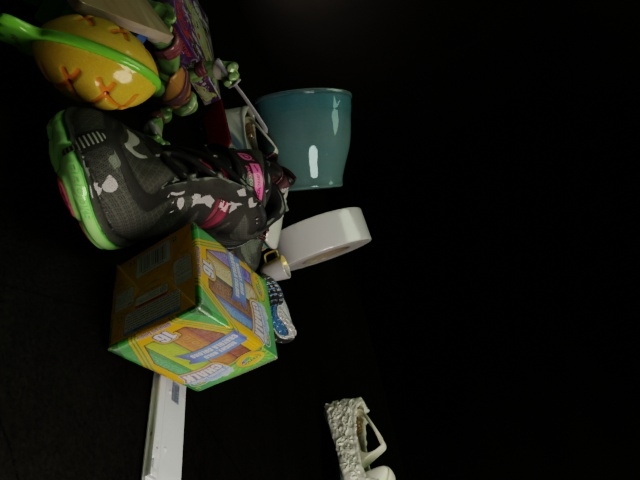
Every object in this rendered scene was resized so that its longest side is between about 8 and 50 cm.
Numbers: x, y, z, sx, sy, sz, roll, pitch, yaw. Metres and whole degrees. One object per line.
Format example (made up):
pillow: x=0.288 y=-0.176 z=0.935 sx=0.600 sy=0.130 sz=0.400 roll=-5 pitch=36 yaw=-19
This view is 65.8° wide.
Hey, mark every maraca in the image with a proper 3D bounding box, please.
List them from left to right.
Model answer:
maraca: x=-0.278 y=-0.210 z=0.570 sx=0.127 sy=0.186 sz=0.099 roll=178 pitch=-74 yaw=-69

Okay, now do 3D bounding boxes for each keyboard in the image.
keyboard: x=-0.195 y=0.194 z=0.643 sx=0.256 sy=0.014 sz=0.072 roll=-101 pitch=173 yaw=-46

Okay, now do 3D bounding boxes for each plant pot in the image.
plant pot: x=-0.037 y=-0.267 z=1.386 sx=0.271 sy=0.272 sz=0.255 roll=-45 pitch=131 yaw=-81

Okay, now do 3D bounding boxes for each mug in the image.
mug: x=-0.117 y=0.072 z=1.258 sx=0.078 sy=0.064 sz=0.062 roll=-100 pitch=167 yaw=-52

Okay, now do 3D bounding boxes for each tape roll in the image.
tape roll: x=0.000 y=0.000 z=1.444 sx=0.286 sy=0.286 sz=0.100 roll=22 pitch=48 yaw=-79

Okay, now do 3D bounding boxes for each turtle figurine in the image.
turtle figurine: x=-0.225 y=-0.244 z=0.839 sx=0.266 sy=0.198 sz=0.274 roll=56 pitch=13 yaw=-77

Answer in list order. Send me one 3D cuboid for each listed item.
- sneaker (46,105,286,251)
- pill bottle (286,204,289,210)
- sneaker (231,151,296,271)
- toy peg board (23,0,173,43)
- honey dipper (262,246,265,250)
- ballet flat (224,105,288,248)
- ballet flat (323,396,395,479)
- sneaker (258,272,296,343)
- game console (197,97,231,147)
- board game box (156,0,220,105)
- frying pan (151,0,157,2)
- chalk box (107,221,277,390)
sneaker: x=-0.182 y=-0.087 z=0.705 sx=0.483 sy=0.202 sz=0.185 roll=11 pitch=58 yaw=-77
pill bottle: x=-0.154 y=-0.155 z=1.460 sx=0.094 sy=0.094 sz=0.169 roll=-38 pitch=108 yaw=-81
sneaker: x=-0.126 y=-0.075 z=1.076 sx=0.106 sy=0.162 sz=0.281 roll=28 pitch=51 yaw=-56
toy peg board: x=-0.313 y=-0.319 z=0.658 sx=0.161 sy=0.079 sz=0.161 roll=53 pitch=23 yaw=9
honey dipper: x=-0.183 y=-0.046 z=1.251 sx=0.030 sy=0.030 sz=0.160 roll=-66 pitch=131 yaw=-79
ballet flat: x=-0.156 y=-0.178 z=1.259 sx=0.400 sy=0.139 sz=0.139 roll=66 pitch=7 yaw=14
ballet flat: x=0.101 y=0.534 z=1.186 sx=0.409 sy=0.147 sz=0.147 roll=-109 pitch=174 yaw=-57
sneaker: x=-0.112 y=0.146 z=1.141 sx=0.083 sy=0.071 sz=0.190 roll=-109 pitch=-177 yaw=-58
game console: x=-0.233 y=-0.237 z=1.170 sx=0.124 sy=0.085 sz=0.144 roll=54 pitch=18 yaw=-62
board game box: x=-0.311 y=-0.503 z=1.150 sx=0.208 sy=0.056 sz=0.347 roll=55 pitch=16 yaw=-54
frying pan: x=-0.346 y=-0.457 z=1.089 sx=0.326 sy=0.053 sz=0.197 roll=-100 pitch=167 yaw=-46
chalk box: x=-0.147 y=0.104 z=0.650 sx=0.213 sy=0.132 sz=0.132 roll=47 pitch=21 yaw=-46
